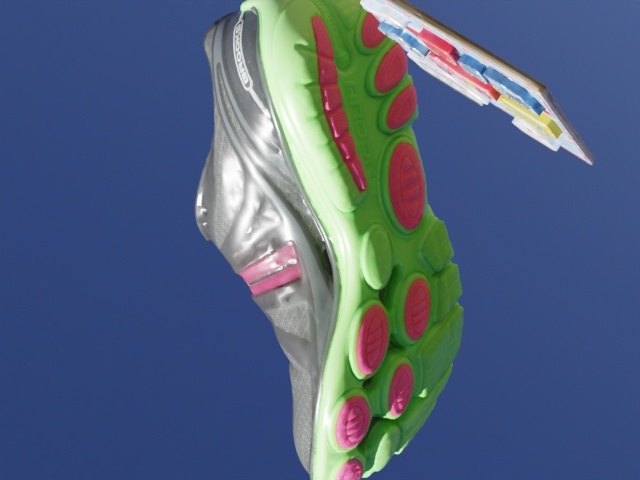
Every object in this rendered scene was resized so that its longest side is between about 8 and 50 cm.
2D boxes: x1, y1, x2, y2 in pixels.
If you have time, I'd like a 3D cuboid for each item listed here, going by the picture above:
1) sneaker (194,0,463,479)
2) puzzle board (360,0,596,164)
[{"bbox_3d":[0.000,0.000,1.421,0.185,0.483,0.202,-21,-158,-38],"label":"sneaker"},{"bbox_3d":[0.071,-0.083,0.752,0.128,0.011,0.096,37,179,30],"label":"puzzle board"}]
